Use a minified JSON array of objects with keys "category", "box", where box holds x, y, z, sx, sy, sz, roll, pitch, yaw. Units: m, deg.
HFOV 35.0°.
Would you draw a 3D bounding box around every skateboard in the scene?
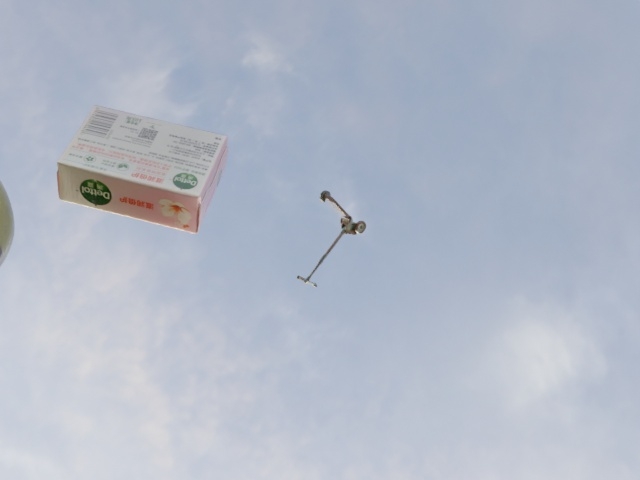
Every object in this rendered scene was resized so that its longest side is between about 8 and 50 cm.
[{"category":"skateboard","box":[0.000,0.000,0.988,0.083,0.032,0.064,-56,-48,-10]}]

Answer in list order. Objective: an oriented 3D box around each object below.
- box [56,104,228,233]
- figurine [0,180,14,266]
[{"category":"box","box":[-0.149,-0.062,0.863,0.125,0.089,0.043,14,-47,4]},{"category":"figurine","box":[-0.376,0.047,0.849,0.169,0.327,0.218,38,-59,-7]}]
